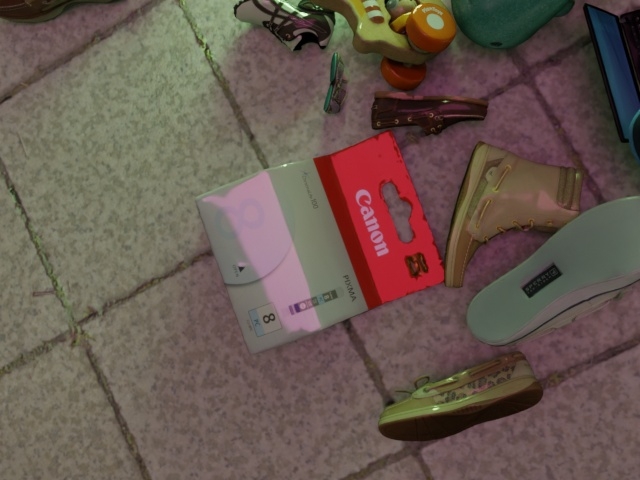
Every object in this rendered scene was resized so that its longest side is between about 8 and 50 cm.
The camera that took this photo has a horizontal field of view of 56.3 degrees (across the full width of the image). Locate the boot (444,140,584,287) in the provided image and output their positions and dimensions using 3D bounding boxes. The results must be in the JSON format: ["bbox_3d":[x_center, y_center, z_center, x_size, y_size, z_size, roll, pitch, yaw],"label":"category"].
[{"bbox_3d":[0.330,-0.023,1.033,0.203,0.095,0.262,16,85,9],"label":"boot"}]

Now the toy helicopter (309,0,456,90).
[{"bbox_3d":[0.068,-0.432,1.045,0.354,0.140,0.235,16,65,-11],"label":"toy helicopter"}]

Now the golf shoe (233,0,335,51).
[{"bbox_3d":[-0.072,-0.405,1.122,0.198,0.077,0.094,6,90,11],"label":"golf shoe"}]

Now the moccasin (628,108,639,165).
[{"bbox_3d":[0.627,-0.099,0.915,0.342,0.117,0.138,32,91,-15],"label":"moccasin"}]

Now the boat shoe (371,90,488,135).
[{"bbox_3d":[0.193,-0.223,1.074,0.206,0.073,0.073,6,89,17],"label":"boat shoe"}]

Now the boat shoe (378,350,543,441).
[{"bbox_3d":[0.235,0.276,1.046,0.285,0.105,0.089,-16,48,4],"label":"boat shoe"}]

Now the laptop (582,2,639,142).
[{"bbox_3d":[0.574,-0.293,0.975,0.264,0.136,0.235,-14,86,9],"label":"laptop"}]

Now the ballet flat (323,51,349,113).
[{"bbox_3d":[0.033,-0.293,1.123,0.041,0.041,0.115,10,90,10],"label":"ballet flat"}]

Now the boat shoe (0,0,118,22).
[{"bbox_3d":[-0.535,-0.524,1.184,0.324,0.116,0.123,-12,86,9],"label":"boat shoe"}]

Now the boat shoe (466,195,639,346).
[{"bbox_3d":[0.428,0.072,0.991,0.367,0.156,0.136,-39,54,18],"label":"boat shoe"}]

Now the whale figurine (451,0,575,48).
[{"bbox_3d":[0.333,-0.391,0.962,0.216,0.272,0.141,10,92,-34],"label":"whale figurine"}]

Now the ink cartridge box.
[{"bbox_3d":[0.000,0.000,1.090,0.384,0.091,0.308,-21,85,10],"label":"ink cartridge box"}]
